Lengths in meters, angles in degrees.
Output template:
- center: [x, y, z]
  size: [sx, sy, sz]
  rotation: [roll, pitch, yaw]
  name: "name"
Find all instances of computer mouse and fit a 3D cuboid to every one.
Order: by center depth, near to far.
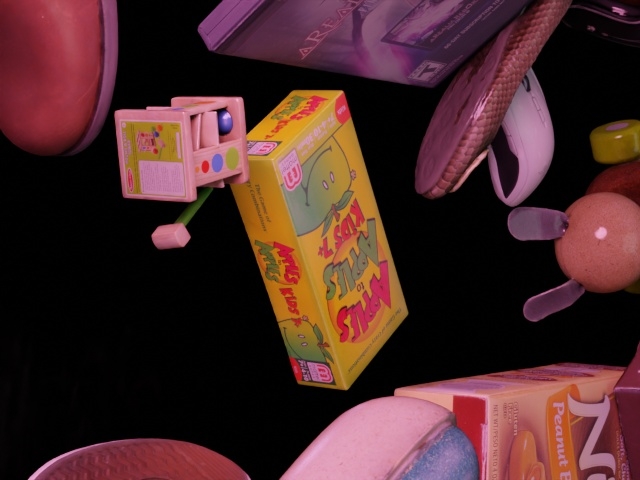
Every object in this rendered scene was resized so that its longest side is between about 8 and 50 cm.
- center: [0.162, -0.119, 1.301]
  size: [0.106, 0.042, 0.193]
  rotation: [-41, 126, -47]
  name: "computer mouse"

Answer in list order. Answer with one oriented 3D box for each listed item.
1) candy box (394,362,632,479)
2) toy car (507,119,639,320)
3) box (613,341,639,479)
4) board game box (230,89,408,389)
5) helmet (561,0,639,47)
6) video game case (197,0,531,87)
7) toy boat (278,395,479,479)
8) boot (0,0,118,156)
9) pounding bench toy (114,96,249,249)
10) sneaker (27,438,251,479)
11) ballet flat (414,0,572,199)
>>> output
- center: [0.171, 0.201, 1.304]
  size: [0.316, 0.088, 0.182]
  rotation: [0, 92, -56]
  name: "candy box"
- center: [0.244, -0.003, 1.394]
  size: [0.188, 0.149, 0.155]
  rotation: [-21, 106, -23]
  name: "toy car"
- center: [0.373, 0.173, 1.377]
  size: [0.168, 0.167, 0.203]
  rotation: [-44, 126, -47]
  name: "box"
- center: [0.000, 0.000, 1.072]
  size: [0.092, 0.043, 0.181]
  rotation: [-48, 130, -43]
  name: "board game box"
- center: [0.297, -0.243, 1.380]
  size: [0.169, 0.162, 0.169]
  rotation: [-8, 99, -55]
  name: "helmet"
- center: [0.069, -0.179, 1.050]
  size: [0.274, 0.196, 0.026]
  rotation: [-1, 55, -56]
  name: "video game case"
- center: [-0.001, 0.260, 0.967]
  size: [0.318, 0.148, 0.267]
  rotation: [-47, 159, -30]
  name: "toy boat"
- center: [-0.222, -0.129, 0.688]
  size: [0.280, 0.096, 0.264]
  rotation: [-31, 119, -49]
  name: "boot"
- center: [-0.078, -0.041, 0.946]
  size: [0.065, 0.052, 0.083]
  rotation: [-20, 110, -54]
  name: "pounding bench toy"
- center: [-0.143, 0.205, 0.858]
  size: [0.290, 0.106, 0.123]
  rotation: [-31, 144, -54]
  name: "sneaker"
- center: [0.146, -0.135, 1.202]
  size: [0.058, 0.084, 0.249]
  rotation: [32, 78, -19]
  name: "ballet flat"
